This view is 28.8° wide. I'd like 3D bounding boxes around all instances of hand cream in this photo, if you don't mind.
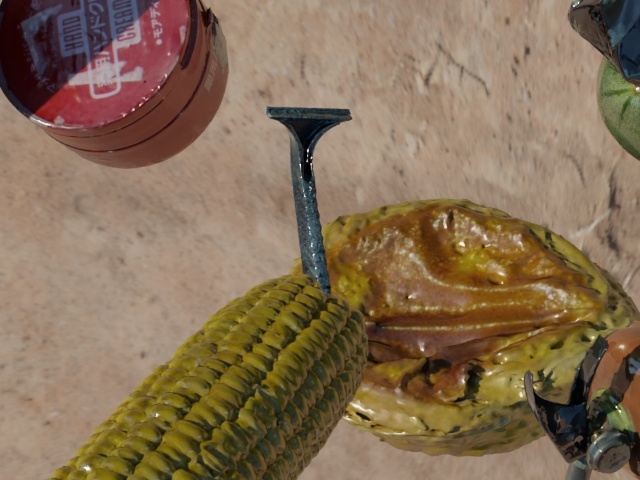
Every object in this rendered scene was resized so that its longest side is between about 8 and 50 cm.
[{"bbox_3d":[-0.218,-0.195,1.319,0.230,0.149,0.230,-3,74,11],"label":"hand cream"}]

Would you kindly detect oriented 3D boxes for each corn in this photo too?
[{"bbox_3d":[-0.057,0.095,0.492,0.080,0.080,0.238,30,48,12],"label":"corn"}]

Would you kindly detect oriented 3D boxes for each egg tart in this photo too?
[{"bbox_3d":[0.121,0.093,1.234,0.351,0.153,0.339,-22,43,-22],"label":"egg tart"}]

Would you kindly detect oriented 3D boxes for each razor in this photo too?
[{"bbox_3d":[-0.002,0.001,0.871,0.066,0.033,0.190,-2,81,-24],"label":"razor"}]

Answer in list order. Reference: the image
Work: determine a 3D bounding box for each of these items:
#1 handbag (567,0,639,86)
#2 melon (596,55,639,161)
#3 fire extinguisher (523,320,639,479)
[{"bbox_3d":[0.187,-0.124,0.527,0.115,0.072,0.139,10,123,-20],"label":"handbag"},{"bbox_3d":[0.238,-0.093,0.756,0.114,0.167,0.114,-3,85,46],"label":"melon"},{"bbox_3d":[0.306,0.121,0.890,0.376,0.113,0.200,-14,109,-20],"label":"fire extinguisher"}]
